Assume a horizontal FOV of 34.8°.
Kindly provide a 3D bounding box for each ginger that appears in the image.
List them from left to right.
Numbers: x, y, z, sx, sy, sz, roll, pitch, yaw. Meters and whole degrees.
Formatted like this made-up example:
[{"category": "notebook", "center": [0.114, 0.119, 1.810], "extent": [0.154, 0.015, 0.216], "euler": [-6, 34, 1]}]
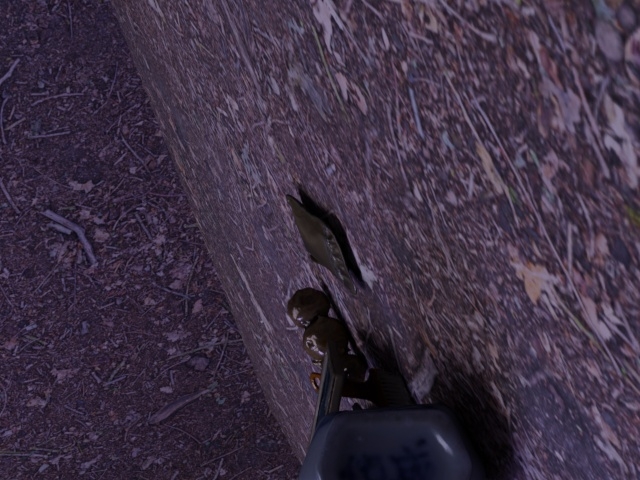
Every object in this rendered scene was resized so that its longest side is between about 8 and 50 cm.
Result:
[{"category": "ginger", "center": [0.012, 0.175, 1.802], "extent": [0.204, 0.080, 0.104], "euler": [60, 155, 9]}]

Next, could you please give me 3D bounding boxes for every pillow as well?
[{"category": "pillow", "center": [-0.001, 0.000, 1.564], "extent": [0.217, 0.033, 0.130], "euler": [43, 158, 62]}]

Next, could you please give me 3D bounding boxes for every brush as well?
[{"category": "brush", "center": [0.061, 0.246, 1.681], "extent": [0.314, 0.017, 0.090], "euler": [-6, 107, 61]}]

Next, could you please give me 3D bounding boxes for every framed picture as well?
[{"category": "framed picture", "center": [-0.005, 0.343, 1.612], "extent": [0.247, 0.022, 0.335], "euler": [-109, 29, -83]}]

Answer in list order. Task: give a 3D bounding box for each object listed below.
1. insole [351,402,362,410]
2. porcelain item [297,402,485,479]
[{"category": "insole", "center": [0.115, 0.455, 2.145], "extent": [0.110, 0.012, 0.310], "euler": [50, 163, 54]}, {"category": "porcelain item", "center": [0.089, 0.306, 1.301], "extent": [0.405, 0.242, 0.179], "euler": [82, -174, -70]}]
